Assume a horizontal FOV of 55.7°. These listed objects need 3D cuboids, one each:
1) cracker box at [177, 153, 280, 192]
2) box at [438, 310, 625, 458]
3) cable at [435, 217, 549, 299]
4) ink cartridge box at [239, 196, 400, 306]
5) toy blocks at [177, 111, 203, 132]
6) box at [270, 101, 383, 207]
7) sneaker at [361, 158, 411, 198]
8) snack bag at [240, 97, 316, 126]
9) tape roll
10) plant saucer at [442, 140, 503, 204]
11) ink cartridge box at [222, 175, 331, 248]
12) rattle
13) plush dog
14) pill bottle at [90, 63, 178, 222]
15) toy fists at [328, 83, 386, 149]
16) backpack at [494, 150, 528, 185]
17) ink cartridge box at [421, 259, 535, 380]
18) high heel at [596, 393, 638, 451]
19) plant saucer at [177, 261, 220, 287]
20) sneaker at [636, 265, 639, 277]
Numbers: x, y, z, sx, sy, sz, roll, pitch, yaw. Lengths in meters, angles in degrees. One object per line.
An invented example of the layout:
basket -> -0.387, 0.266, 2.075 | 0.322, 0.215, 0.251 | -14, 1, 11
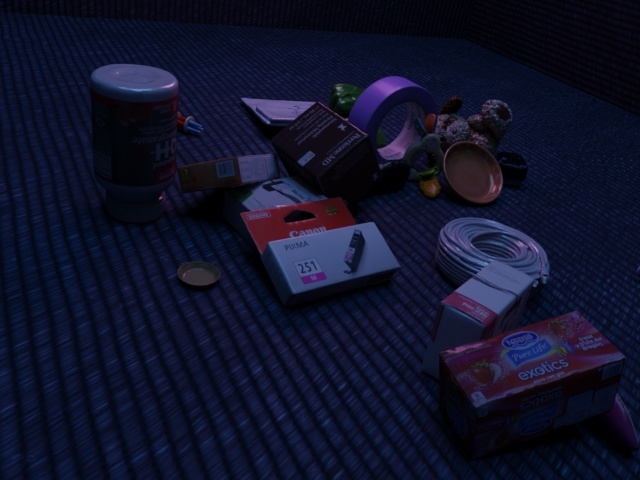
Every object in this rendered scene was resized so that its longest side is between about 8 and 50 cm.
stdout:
cracker box -> -0.212, -0.163, 1.450 | 0.156, 0.067, 0.232 | -7, 6, 19
box -> 0.327, 0.225, 0.961 | 0.257, 0.128, 0.122 | -15, 35, -11
cable -> 0.394, 0.039, 1.394 | 0.257, 0.089, 0.257 | 20, 31, 17
ink cartridge box -> 0.000, 0.000, 1.282 | 0.275, 0.060, 0.238 | -12, 61, -33
toy blocks -> -0.437, -0.346, 1.810 | 0.148, 0.054, 0.123 | 22, 31, 17
box -> 0.017, -0.204, 1.521 | 0.168, 0.167, 0.203 | -41, 53, -10
sneaker -> 0.140, -0.187, 1.681 | 0.267, 0.101, 0.106 | -15, 36, -37
snack bag -> -0.076, -0.439, 2.062 | 0.323, 0.037, 0.342 | -3, 25, -22
tape roll -> 0.211, -0.334, 1.777 | 0.275, 0.274, 0.090 | -12, 36, -33
plant saucer -> 0.436, -0.192, 1.758 | 0.200, 0.037, 0.199 | 8, 68, -20
ink cartridge box -> -0.101, -0.072, 1.421 | 0.208, 0.086, 0.153 | -15, 39, -36
rattle -> 0.302, -0.244, 1.727 | 0.130, 0.199, 0.142 | 16, 31, 9
plush dog -> 0.451, -0.326, 1.917 | 0.226, 0.262, 0.210 | 21, 5, 6
pill bottle -> -0.404, -0.205, 1.322 | 0.176, 0.318, 0.176 | 7, 31, -5
toy fists -> 0.103, -0.376, 1.910 | 0.142, 0.096, 0.279 | 5, 61, -35
backpack -> 0.591, -0.228, 1.906 | 0.105, 0.084, 0.114 | 12, 35, 3
ink cartridge box -> 0.288, 0.151, 1.101 | 0.092, 0.158, 0.218 | 27, 34, 28
high heel -> 0.439, 0.270, 1.056 | 0.117, 0.082, 0.244 | -22, 48, 1
plant saucer -> -0.243, 0.071, 1.209 | 0.084, 0.015, 0.083 | 8, 30, -5
sneaker -> 0.835, 0.107, 1.445 | 0.152, 0.058, 0.085 | 29, 26, 17
